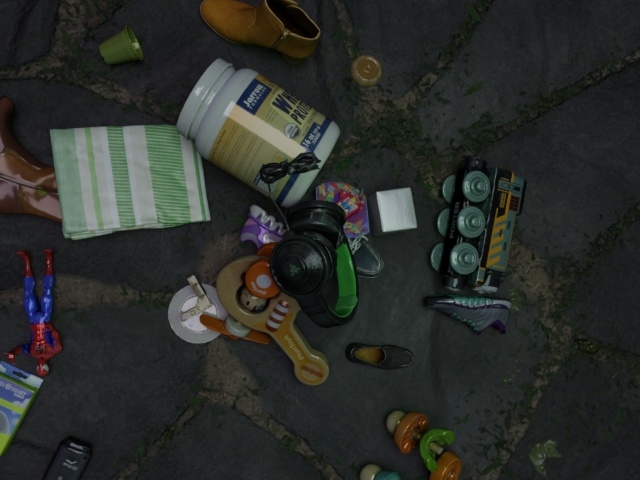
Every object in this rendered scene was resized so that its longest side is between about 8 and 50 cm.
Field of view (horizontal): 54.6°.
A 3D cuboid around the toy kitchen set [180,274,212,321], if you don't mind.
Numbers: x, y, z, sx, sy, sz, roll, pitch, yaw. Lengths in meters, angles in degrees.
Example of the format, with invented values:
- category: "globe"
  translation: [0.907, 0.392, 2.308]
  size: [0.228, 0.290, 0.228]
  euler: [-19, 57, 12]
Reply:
- category: "toy kitchen set"
  translation: [-0.299, 0.132, 1.412]
  size: [0.075, 0.068, 0.083]
  euler: [-30, 91, -9]

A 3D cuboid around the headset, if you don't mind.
- category: "headset"
  translation: [0.000, 0.000, 1.283]
  size: [0.185, 0.243, 0.394]
  euler: [-16, 122, 25]

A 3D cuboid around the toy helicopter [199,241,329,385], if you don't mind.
- category: "toy helicopter"
  translation: [-0.110, 0.195, 1.408]
  size: [0.235, 0.140, 0.355]
  euler: [-31, 104, 14]

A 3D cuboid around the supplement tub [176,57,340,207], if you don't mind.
- category: "supplement tub"
  translation: [-0.139, -0.242, 1.398]
  size: [0.316, 0.228, 0.228]
  euler: [32, 82, -6]

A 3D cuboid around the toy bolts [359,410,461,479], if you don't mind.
- category: "toy bolts"
  translation: [0.206, 0.537, 1.477]
  size: [0.228, 0.158, 0.218]
  euler: [-50, 135, -18]

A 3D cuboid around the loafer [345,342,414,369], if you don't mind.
- category: "loafer"
  translation: [0.148, 0.282, 1.494]
  size: [0.170, 0.061, 0.062]
  euler: [4, 85, -9]

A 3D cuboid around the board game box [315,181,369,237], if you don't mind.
- category: "board game box"
  translation: [0.057, -0.085, 1.472]
  size: [0.133, 0.033, 0.169]
  euler: [11, 51, -16]

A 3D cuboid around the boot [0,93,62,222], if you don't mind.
- category: "boot"
  translation: [-0.617, -0.171, 1.387]
  size: [0.280, 0.096, 0.264]
  euler: [11, 81, -11]

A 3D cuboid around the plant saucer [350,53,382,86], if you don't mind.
- category: "plant saucer"
  translation: [0.118, -0.430, 1.558]
  size: [0.083, 0.015, 0.083]
  euler: [1, 86, -9]

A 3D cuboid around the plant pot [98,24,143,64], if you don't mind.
- category: "plant pot"
  translation: [-0.467, -0.445, 1.440]
  size: [0.079, 0.083, 0.083]
  euler: [-20, 90, 2]

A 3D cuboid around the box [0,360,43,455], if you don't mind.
- category: "box"
  translation: [-0.705, 0.369, 1.364]
  size: [0.109, 0.042, 0.178]
  euler: [27, 83, -7]

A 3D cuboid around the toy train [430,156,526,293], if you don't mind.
- category: "toy train"
  translation: [0.391, -0.032, 1.521]
  size: [0.190, 0.142, 0.334]
  euler: [12, 85, -18]

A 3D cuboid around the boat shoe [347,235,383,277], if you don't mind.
- category: "boat shoe"
  translation: [0.050, 0.004, 1.487]
  size: [0.254, 0.079, 0.095]
  euler: [40, 80, -5]

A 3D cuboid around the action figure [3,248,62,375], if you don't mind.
- category: "action figure"
  translation: [-0.622, 0.161, 1.347]
  size: [0.091, 0.139, 0.280]
  euler: [-5, 90, -8]

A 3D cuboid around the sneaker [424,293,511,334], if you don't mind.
- category: "sneaker"
  translation: [0.364, 0.185, 1.527]
  size: [0.223, 0.083, 0.098]
  euler: [4, 91, -9]

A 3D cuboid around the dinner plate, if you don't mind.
- category: "dinner plate"
  translation: [-0.286, 0.171, 1.456]
  size: [0.141, 0.017, 0.141]
  euler: [0, 87, -8]

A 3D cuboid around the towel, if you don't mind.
- category: "towel"
  translation: [-0.428, -0.140, 1.416]
  size: [0.324, 0.038, 0.248]
  euler: [-7, 88, -20]

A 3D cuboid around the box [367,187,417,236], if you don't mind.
- category: "box"
  translation: [0.172, -0.068, 1.500]
  size: [0.087, 0.101, 0.102]
  euler: [-9, 86, -9]

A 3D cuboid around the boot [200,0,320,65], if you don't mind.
- category: "boot"
  translation: [-0.140, -0.515, 1.424]
  size: [0.295, 0.211, 0.104]
  euler: [26, 82, -6]

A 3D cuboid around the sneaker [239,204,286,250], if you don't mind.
- category: "sneaker"
  translation: [-0.093, 0.020, 1.463]
  size: [0.236, 0.095, 0.104]
  euler: [37, 88, 0]

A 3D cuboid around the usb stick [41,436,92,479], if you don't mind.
- category: "usb stick"
  translation: [-0.596, 0.574, 1.366]
  size: [0.077, 0.045, 0.278]
  euler: [26, 82, -6]
